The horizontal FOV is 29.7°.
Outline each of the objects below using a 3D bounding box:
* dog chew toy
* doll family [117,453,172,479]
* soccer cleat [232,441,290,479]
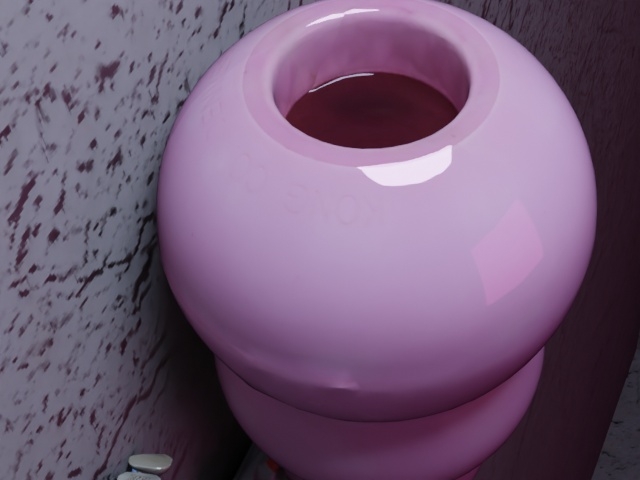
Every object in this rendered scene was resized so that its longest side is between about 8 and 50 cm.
[{"bbox_3d":[0.031,0.037,0.633,0.331,0.207,0.206,84,29,-50],"label":"dog chew toy"},{"bbox_3d":[-0.101,0.188,0.587,0.193,0.076,0.111,-38,135,-63],"label":"doll family"},{"bbox_3d":[-0.020,0.145,0.794,0.076,0.068,0.196,-53,180,32],"label":"soccer cleat"}]
